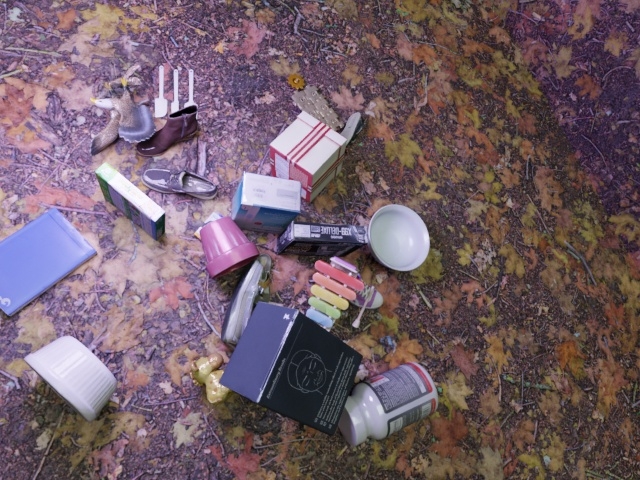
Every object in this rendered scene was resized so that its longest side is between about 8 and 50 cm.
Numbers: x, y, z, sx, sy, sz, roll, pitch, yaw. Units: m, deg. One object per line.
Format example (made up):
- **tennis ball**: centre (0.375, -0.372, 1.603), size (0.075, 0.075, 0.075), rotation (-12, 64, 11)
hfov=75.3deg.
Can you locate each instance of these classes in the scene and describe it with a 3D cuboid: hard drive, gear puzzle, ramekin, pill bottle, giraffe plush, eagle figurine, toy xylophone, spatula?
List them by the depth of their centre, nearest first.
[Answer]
- **ramekin**: centre (-0.742, 0.409, 1.255), size (0.273, 0.273, 0.127), rotation (45, 53, -3)
- **hard drive**: centre (-0.958, 0.064, 1.384), size (0.210, 0.040, 0.318), rotation (47, 65, -3)
- **giraffe plush**: centre (-0.365, 0.467, 1.431), size (0.170, 0.181, 0.210), rotation (47, 47, 10)
- **eagle figurine**: centre (-0.731, -0.454, 1.515), size (0.224, 0.226, 0.299), rotation (-6, 82, -28)
- **pill bottle**: centre (0.248, 0.622, 1.586), size (0.362, 0.210, 0.211), rotation (-14, 80, -23)
- **toy xylophone**: centre (0.069, 0.217, 1.601), size (0.236, 0.081, 0.323), rotation (19, 110, 12)
- **spatula**: centre (-0.596, -0.612, 1.725), size (0.168, 0.019, 0.242), rotation (0, 74, -15)
- **gear puzzle**: centre (-0.048, -0.624, 1.917), size (0.175, 0.044, 0.339), rotation (-37, 91, -32)

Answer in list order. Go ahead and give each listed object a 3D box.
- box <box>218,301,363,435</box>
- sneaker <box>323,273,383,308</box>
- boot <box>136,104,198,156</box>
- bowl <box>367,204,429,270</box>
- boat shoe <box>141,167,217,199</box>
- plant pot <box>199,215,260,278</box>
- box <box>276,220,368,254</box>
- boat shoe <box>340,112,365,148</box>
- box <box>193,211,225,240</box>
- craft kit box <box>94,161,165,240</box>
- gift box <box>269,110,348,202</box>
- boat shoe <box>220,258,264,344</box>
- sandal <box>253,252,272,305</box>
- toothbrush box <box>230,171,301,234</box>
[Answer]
- **box**: centre (-0.083, 0.432, 1.396), size (0.395, 0.211, 0.294), rotation (43, 62, -38)
- **sneaker**: centre (0.157, 0.199, 1.699), size (0.281, 0.161, 0.102), rotation (25, 66, -14)
- **boot**: centre (-0.581, -0.421, 1.569), size (0.248, 0.207, 0.090), rotation (-30, 87, -25)
- **bowl**: centre (0.319, 0.002, 1.828), size (0.297, 0.134, 0.298), rotation (6, 73, -19)
- **boat shoe**: centre (-0.537, -0.230, 1.595), size (0.284, 0.092, 0.103), rotation (14, 71, -16)
- **plant pot**: centre (-0.351, 0.019, 1.534), size (0.201, 0.201, 0.180), rotation (-26, 86, -25)
- **box**: centre (0.000, 0.000, 1.651), size (0.307, 0.242, 0.077), rotation (3, 74, -20)
- **boat shoe**: centre (0.140, -0.484, 1.928), size (0.079, 0.083, 0.233), rotation (46, 66, -42)
- **box**: centre (-0.420, -0.047, 1.624), size (0.081, 0.028, 0.136), rotation (38, 68, -7)
- **craft kit box**: centre (-0.651, -0.125, 1.439), size (0.246, 0.250, 0.061), rotation (39, 66, -8)
- **gift box**: centre (-0.053, -0.348, 1.731), size (0.255, 0.276, 0.258), rotation (38, 69, 8)
- **boat shoe**: centre (-0.274, 0.229, 1.537), size (0.102, 0.118, 0.321), rotation (20, 84, -21)
- **sandal**: centre (-0.227, 0.150, 1.623), size (0.089, 0.060, 0.220), rotation (14, 71, -16)
- **toothbrush box**: centre (-0.216, -0.131, 1.577), size (0.216, 0.295, 0.126), rotation (8, 74, -19)
